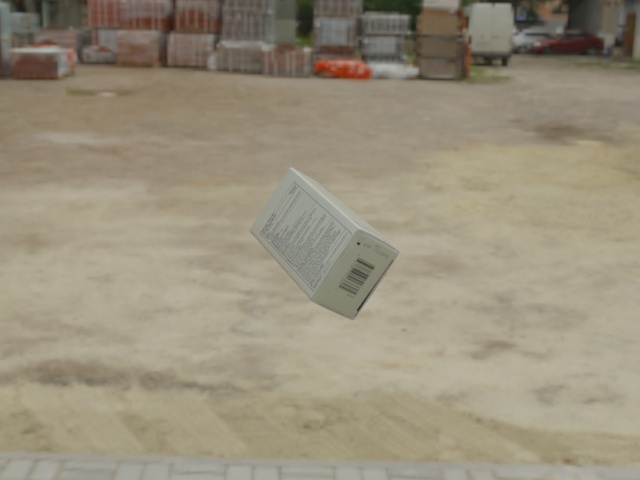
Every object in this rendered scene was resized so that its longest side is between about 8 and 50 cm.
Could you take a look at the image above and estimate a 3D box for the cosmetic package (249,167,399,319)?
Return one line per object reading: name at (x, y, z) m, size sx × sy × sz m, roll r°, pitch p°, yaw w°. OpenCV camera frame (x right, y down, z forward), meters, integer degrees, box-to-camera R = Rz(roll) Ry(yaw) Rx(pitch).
cosmetic package at (0.000, 0.000, 0.671) m, size 0.041 × 0.060 × 0.115 m, roll 28°, pitch 11°, yaw -34°
